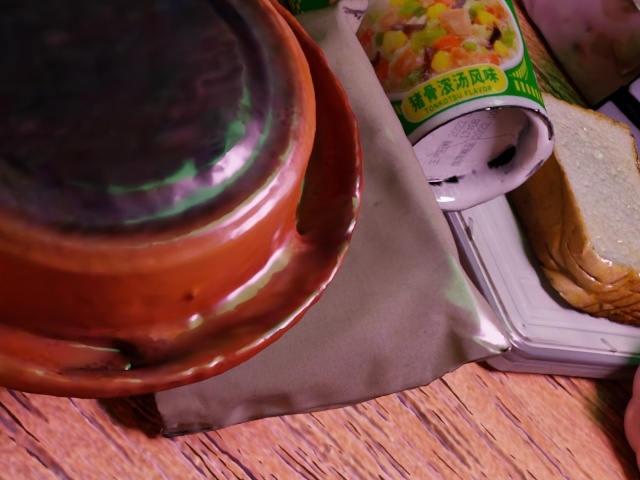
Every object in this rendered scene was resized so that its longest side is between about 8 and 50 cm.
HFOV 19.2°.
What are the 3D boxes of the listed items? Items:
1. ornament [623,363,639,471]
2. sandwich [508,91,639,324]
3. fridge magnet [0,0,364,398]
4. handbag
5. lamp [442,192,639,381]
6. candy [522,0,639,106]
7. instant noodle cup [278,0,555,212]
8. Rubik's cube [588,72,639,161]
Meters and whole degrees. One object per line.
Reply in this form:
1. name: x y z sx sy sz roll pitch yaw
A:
1. ornament: 0.355 0.159 1.682 0.177 0.177 0.177 32 38 -29
2. sandwich: 0.252 -0.030 1.744 0.186 0.065 0.214 16 44 -43
3. fridge magnet: -0.148 -0.066 1.209 0.364 0.155 0.363 6 56 -9
4. handbag: -0.036 -0.016 1.337 0.253 0.109 0.315 -17 64 -8
5. lamp: 0.193 0.004 1.743 0.269 0.047 0.266 8 50 -48
6. candy: 0.336 -0.246 2.077 0.185 0.137 0.195 55 34 5
7. instant noodle cup: 0.088 -0.157 1.609 0.207 0.207 0.232 15 46 -44
8. Rubik's cube: 0.454 -0.052 1.904 0.283 0.293 0.288 2 56 -48
